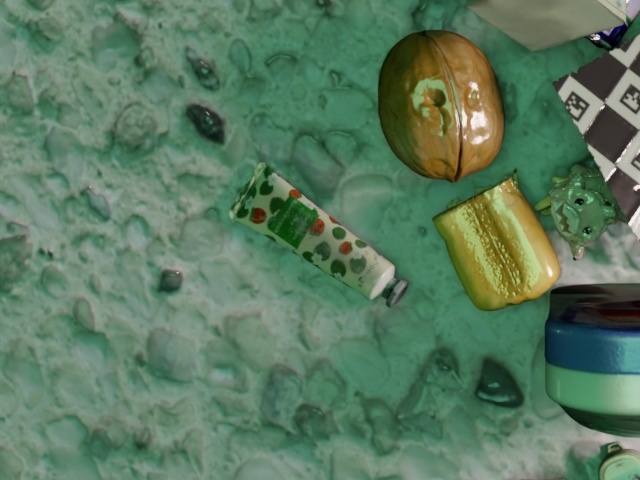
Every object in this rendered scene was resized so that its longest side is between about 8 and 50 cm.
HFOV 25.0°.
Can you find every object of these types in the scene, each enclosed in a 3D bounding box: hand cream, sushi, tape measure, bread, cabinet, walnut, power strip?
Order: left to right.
[{"bbox_3d":[0.000,0.000,2.015,0.276,0.059,0.095,34,97,14],"label":"hand cream"},{"bbox_3d":[0.159,-0.178,1.917,0.167,0.167,0.207,-13,91,13],"label":"walnut"},{"bbox_3d":[0.240,0.005,1.941,0.134,0.085,0.173,-26,85,22],"label":"bread"},{"bbox_3d":[0.294,-0.376,1.824,0.150,0.145,0.206,-13,62,44],"label":"cabinet"},{"bbox_3d":[0.415,0.149,1.830,0.259,0.262,0.138,-1,102,14],"label":"tape measure"},{"bbox_3d":[0.449,0.405,1.931,0.080,0.048,0.286,-23,86,12],"label":"power strip"},{"bbox_3d":[0.469,-0.141,1.869,0.294,0.059,0.292,-26,90,-14],"label":"sushi"}]

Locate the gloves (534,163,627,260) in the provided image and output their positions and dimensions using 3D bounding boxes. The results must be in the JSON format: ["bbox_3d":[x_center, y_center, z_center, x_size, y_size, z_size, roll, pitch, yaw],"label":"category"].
[{"bbox_3d":[0.365,-0.050,1.912,0.144,0.094,0.110,-31,97,4],"label":"gloves"}]

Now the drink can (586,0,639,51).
[{"bbox_3d":[0.407,-0.367,1.884,0.097,0.097,0.235,33,99,10],"label":"drink can"}]

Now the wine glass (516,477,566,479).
[{"bbox_3d":[0.243,0.369,1.960,0.195,0.079,0.079,-11,90,14],"label":"wine glass"}]
